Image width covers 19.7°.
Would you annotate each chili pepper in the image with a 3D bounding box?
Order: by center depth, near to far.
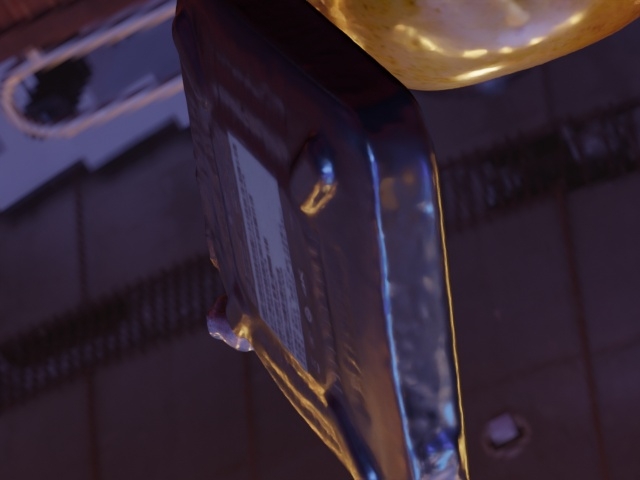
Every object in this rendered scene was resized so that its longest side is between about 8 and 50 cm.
[{"bbox_3d":[-0.048,0.064,1.390,0.050,0.041,0.153,-25,-166,-23],"label":"chili pepper"}]

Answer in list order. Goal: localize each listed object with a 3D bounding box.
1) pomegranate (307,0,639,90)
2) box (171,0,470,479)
[{"bbox_3d":[0.090,-0.311,1.280,0.416,0.417,0.417,-19,-144,15],"label":"pomegranate"},{"bbox_3d":[0.000,0.000,1.091,0.073,0.290,0.289,-19,-146,-17],"label":"box"}]
